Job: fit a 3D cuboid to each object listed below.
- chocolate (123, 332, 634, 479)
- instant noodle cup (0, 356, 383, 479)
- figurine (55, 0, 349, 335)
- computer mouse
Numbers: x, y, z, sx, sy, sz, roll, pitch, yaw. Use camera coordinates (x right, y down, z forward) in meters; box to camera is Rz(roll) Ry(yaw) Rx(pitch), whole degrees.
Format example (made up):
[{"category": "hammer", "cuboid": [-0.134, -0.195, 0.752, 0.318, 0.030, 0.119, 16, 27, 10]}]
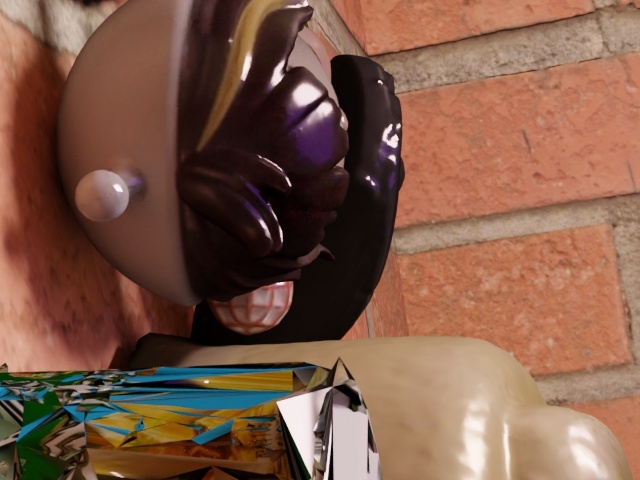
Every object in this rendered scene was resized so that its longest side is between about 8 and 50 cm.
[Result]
[{"category": "chocolate", "cuboid": [0.042, 0.212, 0.964, 0.326, 0.297, 0.314, 64, 24, -66]}, {"category": "instant noodle cup", "cuboid": [-0.066, 0.151, 0.670, 0.240, 0.178, 0.240, -8, 90, -82]}, {"category": "figurine", "cuboid": [-0.069, -0.082, 0.978, 0.370, 0.167, 0.281, -98, -173, -69]}, {"category": "computer mouse", "cuboid": [0.000, 0.000, 1.103, 0.269, 0.086, 0.137, -57, -153, 33]}]
